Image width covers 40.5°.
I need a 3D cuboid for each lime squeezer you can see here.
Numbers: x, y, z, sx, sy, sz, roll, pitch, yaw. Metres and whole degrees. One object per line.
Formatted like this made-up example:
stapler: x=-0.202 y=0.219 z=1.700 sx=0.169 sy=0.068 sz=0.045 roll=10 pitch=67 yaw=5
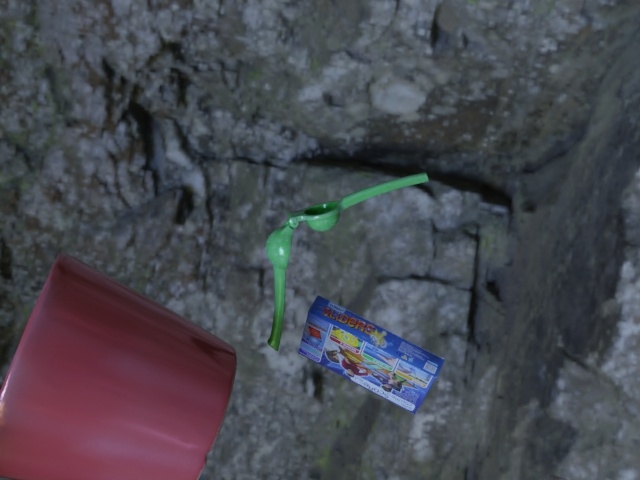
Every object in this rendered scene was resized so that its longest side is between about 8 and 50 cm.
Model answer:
lime squeezer: x=0.000 y=0.000 z=1.130 sx=0.310 sy=0.110 sz=0.059 roll=-49 pitch=-3 yaw=9

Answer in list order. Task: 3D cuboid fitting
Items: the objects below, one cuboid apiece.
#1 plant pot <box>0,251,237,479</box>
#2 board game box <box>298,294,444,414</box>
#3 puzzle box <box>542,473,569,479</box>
plant pot: x=-0.248 y=0.180 z=1.045 sx=0.275 sy=0.243 sz=0.275 roll=-158 pitch=90 yaw=-77
board game box: x=0.069 y=0.169 z=1.265 sx=0.035 sy=0.201 sz=0.136 roll=-58 pitch=-10 yaw=-33
puzzle box: x=0.319 y=0.608 z=1.459 sx=0.409 sy=0.052 sz=0.272 roll=-26 pitch=-63 yaw=-46
